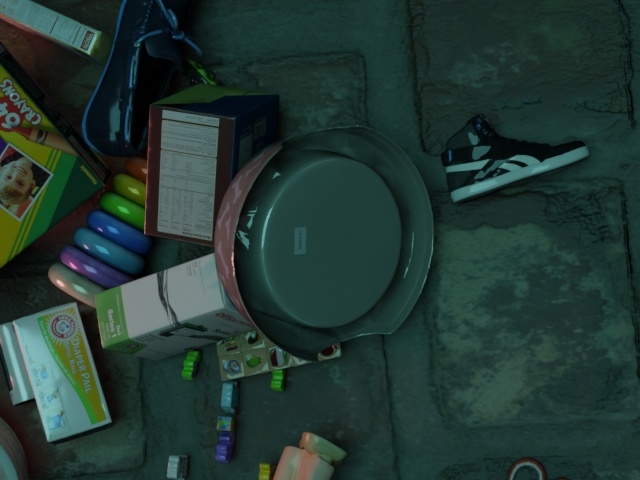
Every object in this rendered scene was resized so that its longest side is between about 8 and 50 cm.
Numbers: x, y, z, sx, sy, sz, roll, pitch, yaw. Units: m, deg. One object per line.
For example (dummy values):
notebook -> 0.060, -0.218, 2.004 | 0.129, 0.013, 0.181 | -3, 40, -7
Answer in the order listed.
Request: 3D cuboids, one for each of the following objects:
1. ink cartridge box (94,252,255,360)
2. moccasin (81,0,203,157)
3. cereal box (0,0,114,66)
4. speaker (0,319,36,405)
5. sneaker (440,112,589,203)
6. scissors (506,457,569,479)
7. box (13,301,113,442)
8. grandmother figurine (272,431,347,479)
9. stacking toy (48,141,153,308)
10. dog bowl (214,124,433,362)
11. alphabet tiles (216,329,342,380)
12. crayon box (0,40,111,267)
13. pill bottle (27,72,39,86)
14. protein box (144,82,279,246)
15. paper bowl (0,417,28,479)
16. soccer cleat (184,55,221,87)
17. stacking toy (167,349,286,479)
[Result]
ink cartridge box -> -0.206, 0.104, 1.829 | 0.219, 0.160, 0.092 | -19, 70, 21
moccasin -> -0.254, -0.285, 1.877 | 0.117, 0.138, 0.342 | 17, 89, 36
cereal box -> -0.428, -0.344, 1.942 | 0.240, 0.173, 0.047 | 25, 91, 14
speaker -> -0.500, 0.204, 1.979 | 0.055, 0.055, 0.136 | -20, 82, 12
sneaker -> 0.284, -0.144, 1.798 | 0.217, 0.079, 0.121 | -18, 83, 13
scissors -> 0.256, 0.452, 1.791 | 0.109, 0.021, 0.297 | 43, 95, 11
box -> -0.410, 0.213, 1.912 | 0.103, 0.114, 0.203 | -17, 81, -12
grandmother figurine -> -0.070, 0.461, 1.776 | 0.104, 0.208, 0.342 | 22, 70, 12
stacking toy -> -0.299, -0.050, 1.917 | 0.141, 0.141, 0.330 | 29, 88, 14
dog bowl -> 0.000, 0.000, 1.749 | 0.102, 0.349, 0.348 | 11, 88, 55
alphabet tiles -> -0.078, 0.088, 1.886 | 0.198, 0.009, 0.237 | -13, 72, 13
crayon box -> -0.562, -0.138, 1.845 | 0.313, 0.106, 0.363 | -37, 105, 8
pill bottle -> -0.593, -0.172, 1.975 | 0.283, 0.161, 0.161 | -39, 78, 8
protein box -> -0.162, -0.117, 1.817 | 0.136, 0.200, 0.201 | 10, 109, 14
paper bowl -> -0.617, 0.400, 1.899 | 0.284, 0.148, 0.284 | -1, 101, -5
soccer cleat -> -0.180, -0.221, 1.931 | 0.072, 0.060, 0.179 | -41, 80, 10
stacking toy -> -0.143, 0.285, 1.887 | 0.167, 0.052, 0.221 | 4, 78, 14
